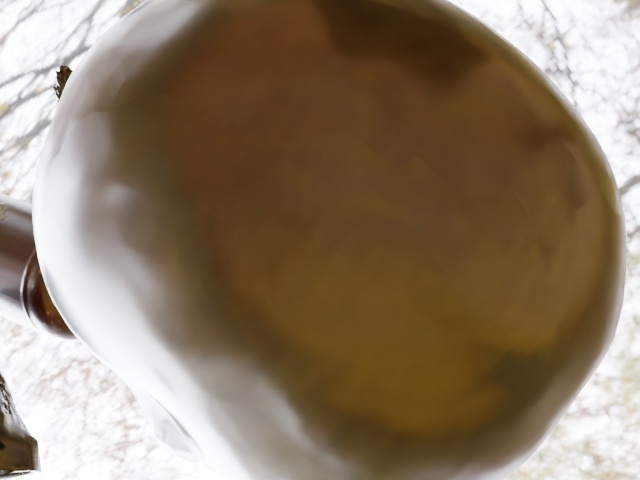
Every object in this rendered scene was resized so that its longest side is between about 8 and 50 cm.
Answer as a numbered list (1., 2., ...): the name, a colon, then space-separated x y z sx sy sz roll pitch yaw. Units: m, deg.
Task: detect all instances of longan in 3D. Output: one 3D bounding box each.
1. longan: 0.000 0.000 0.793 0.361 0.361 0.360 16 -120 -30

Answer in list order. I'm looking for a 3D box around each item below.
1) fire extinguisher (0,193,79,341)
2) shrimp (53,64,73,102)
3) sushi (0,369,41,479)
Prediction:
1. fire extinguisher: -0.286 0.013 1.255 0.114 0.337 0.135 2 -77 -53
2. shrimp: -0.206 -0.102 1.215 0.034 0.091 0.161 -52 -53 -14
3. sushi: -0.354 0.127 1.131 0.153 0.150 0.172 -13 -108 5
